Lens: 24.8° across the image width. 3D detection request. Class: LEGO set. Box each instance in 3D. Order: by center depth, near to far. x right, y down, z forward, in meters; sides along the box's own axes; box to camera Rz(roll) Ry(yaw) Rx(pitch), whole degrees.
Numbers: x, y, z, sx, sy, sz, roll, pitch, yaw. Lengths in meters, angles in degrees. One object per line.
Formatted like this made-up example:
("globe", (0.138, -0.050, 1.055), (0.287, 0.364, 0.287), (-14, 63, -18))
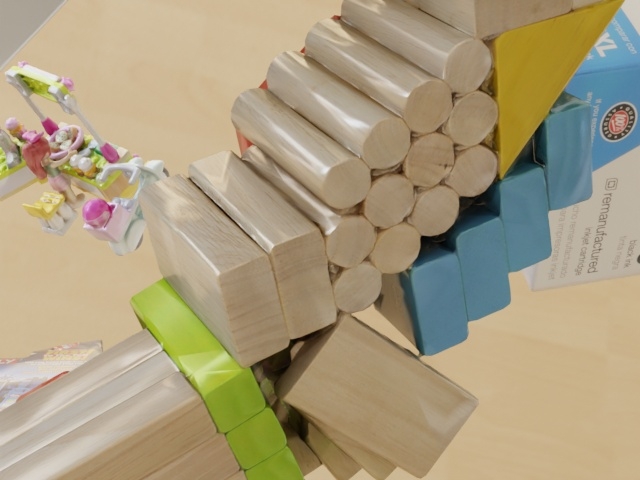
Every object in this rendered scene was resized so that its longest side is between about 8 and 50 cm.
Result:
("LEGO set", (-0.246, -0.063, 1.119), (0.107, 0.287, 0.132), (57, 44, -42))

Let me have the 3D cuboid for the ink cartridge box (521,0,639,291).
("ink cartridge box", (0.200, -0.065, 0.765), (0.203, 0.148, 0.086), (-9, 43, -10))

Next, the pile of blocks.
("pile of blocks", (0.000, 0.000, 0.582), (0.149, 0.112, 0.362), (38, 92, -36))

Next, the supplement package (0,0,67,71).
("supplement package", (-0.278, -0.141, 0.755), (0.204, 0.145, 0.262), (57, 36, -24))

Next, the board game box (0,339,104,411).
("board game box", (-0.243, 0.135, 1.175), (0.194, 0.194, 0.060), (-1, 102, 4))
